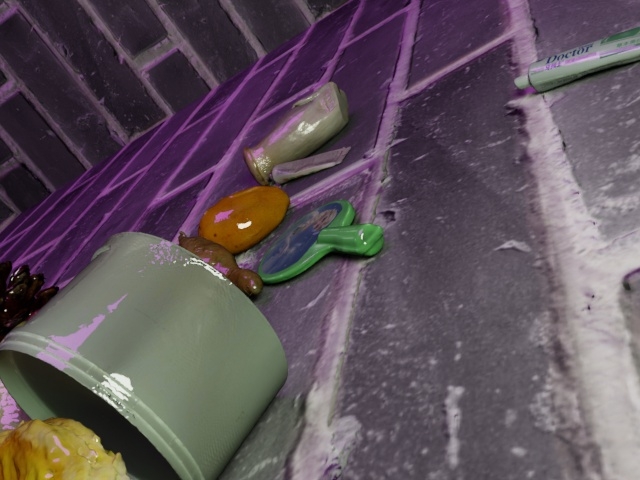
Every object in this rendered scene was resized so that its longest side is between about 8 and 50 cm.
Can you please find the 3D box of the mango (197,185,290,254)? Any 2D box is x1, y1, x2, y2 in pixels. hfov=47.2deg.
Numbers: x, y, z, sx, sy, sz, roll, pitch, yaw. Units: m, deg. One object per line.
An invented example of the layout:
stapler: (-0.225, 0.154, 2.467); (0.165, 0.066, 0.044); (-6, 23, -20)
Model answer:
mango: (-0.121, -0.038, 1.161); (0.159, 0.084, 0.105); (-40, 27, -10)

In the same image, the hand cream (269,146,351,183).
hand cream: (-0.022, -0.131, 1.293); (0.165, 0.037, 0.057); (-12, 31, 33)

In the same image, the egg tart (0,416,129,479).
egg tart: (-0.260, 0.298, 0.572); (0.341, 0.132, 0.341); (-34, 30, 23)

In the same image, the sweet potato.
sweet potato: (-0.147, 0.046, 1.048); (0.075, 0.074, 0.269); (-43, 32, -16)

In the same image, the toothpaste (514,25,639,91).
toothpaste: (0.343, -0.227, 0.911); (0.218, 0.041, 0.064); (-13, 42, 41)

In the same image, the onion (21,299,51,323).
onion: (-0.388, 0.154, 1.106); (0.227, 0.120, 0.283); (-23, 16, 37)

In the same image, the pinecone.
pinecone: (-0.593, 0.136, 1.364); (0.221, 0.221, 0.221); (-31, 21, 14)

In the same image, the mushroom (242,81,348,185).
mushroom: (-0.038, -0.203, 1.371); (0.247, 0.096, 0.108); (-41, 44, -5)

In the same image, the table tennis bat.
table tennis bat: (0.000, 0.000, 0.964); (0.160, 0.039, 0.257); (-47, 21, -21)

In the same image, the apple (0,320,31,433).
apple: (-0.301, 0.185, 0.853); (0.207, 0.174, 0.188); (-15, 49, 38)

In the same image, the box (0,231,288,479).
box: (-0.164, 0.123, 0.683); (0.226, 0.226, 0.149); (-12, 31, 47)
